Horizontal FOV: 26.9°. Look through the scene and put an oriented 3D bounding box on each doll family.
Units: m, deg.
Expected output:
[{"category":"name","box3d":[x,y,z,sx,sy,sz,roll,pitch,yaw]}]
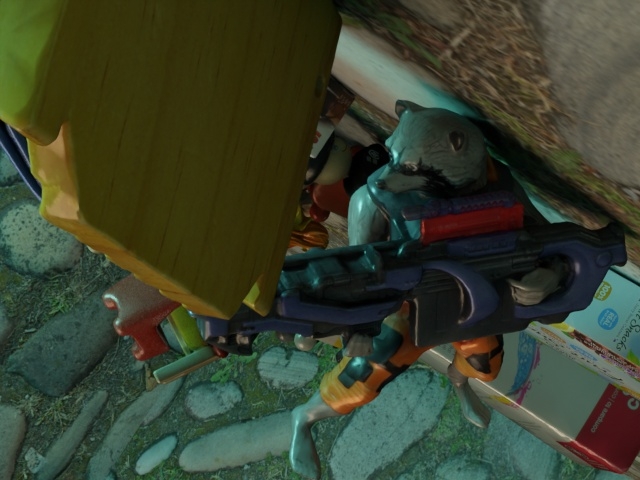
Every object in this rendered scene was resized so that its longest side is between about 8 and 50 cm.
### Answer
[{"category":"doll family","box3d":[-0.057,-0.038,1.704,0.163,0.118,0.263,30,174,-2]}]

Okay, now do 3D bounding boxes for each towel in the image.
[{"category":"towel","box3d":[-0.352,-0.164,1.404,0.209,0.034,0.285,64,173,-35]}]

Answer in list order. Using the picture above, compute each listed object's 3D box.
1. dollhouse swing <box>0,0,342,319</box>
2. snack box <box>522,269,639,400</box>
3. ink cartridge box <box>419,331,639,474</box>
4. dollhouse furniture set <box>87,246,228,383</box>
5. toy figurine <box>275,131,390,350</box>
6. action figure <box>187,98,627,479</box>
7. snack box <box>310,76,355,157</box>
[{"category":"dollhouse swing","box3d":[-0.188,-0.151,0.815,0.305,0.315,0.347,10,167,18]},{"category":"snack box","box3d":[0.239,0.066,1.241,0.207,0.070,0.174,32,174,18]},{"category":"ink cartridge box","box3d":[0.227,0.131,1.541,0.306,0.131,0.226,35,175,0]},{"category":"dollhouse furniture set","box3d":[-0.173,-0.062,1.250,0.374,0.152,0.201,61,177,5]},{"category":"toy figurine","box3d":[0.000,0.000,1.285,0.148,0.209,0.213,22,177,-15]},{"category":"action figure","box3d":[0.042,0.036,1.057,0.341,0.330,0.178,-2,-141,-19]},{"category":"snack box","box3d":[-0.050,-0.143,1.107,0.178,0.064,0.022,37,175,-35]}]
